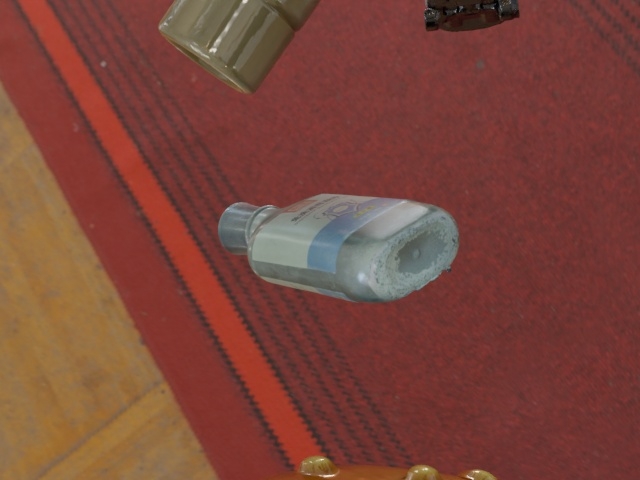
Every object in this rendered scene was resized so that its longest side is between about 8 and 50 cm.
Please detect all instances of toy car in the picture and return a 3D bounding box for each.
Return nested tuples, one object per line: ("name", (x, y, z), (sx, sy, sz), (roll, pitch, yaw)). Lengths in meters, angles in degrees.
("toy car", (0.123, -0.268, 0.923), (0.089, 0.209, 0.108), (-8, 69, 9))

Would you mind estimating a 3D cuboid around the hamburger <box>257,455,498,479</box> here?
("hamburger", (0.051, 0.346, 0.888), (0.396, 0.396, 0.277), (6, 100, 23))

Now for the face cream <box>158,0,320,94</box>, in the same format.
("face cream", (0.015, -0.262, 0.735), (0.084, 0.137, 0.341), (35, 90, 24))

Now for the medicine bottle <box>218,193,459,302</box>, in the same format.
("medicine bottle", (0.000, 0.000, 0.748), (0.090, 0.053, 0.208), (-31, 24, -31))
